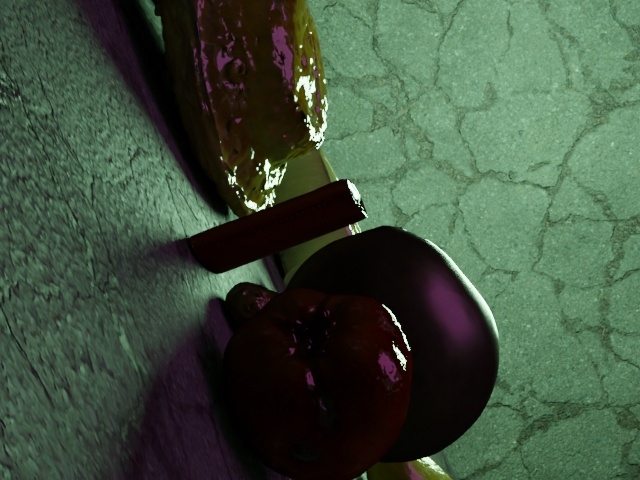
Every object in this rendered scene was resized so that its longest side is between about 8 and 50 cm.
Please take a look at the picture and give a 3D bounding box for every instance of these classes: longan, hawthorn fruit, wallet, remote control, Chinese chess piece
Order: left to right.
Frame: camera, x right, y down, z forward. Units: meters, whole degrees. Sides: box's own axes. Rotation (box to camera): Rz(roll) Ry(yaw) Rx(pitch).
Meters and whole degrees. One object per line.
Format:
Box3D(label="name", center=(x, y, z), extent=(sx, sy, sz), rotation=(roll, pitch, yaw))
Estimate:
Box3D(label="remote control", center=(-0.222, -0.247, 1.859), extent=(0.034, 0.016, 0.091), rotation=(51, 6, -1))
Box3D(label="wallet", center=(-0.048, -0.019, 1.622), extent=(0.142, 0.204, 0.045), rotation=(43, 27, -77))
Box3D(label="hawthorn fruit", center=(0.000, 0.181, 1.450), extent=(0.207, 0.207, 0.243), rotation=(-107, -170, -48))
Box3D(label="Chinese chess piece", center=(0.000, 0.000, 2.353), extent=(0.338, 0.140, 0.338), rotation=(-22, 90, -85))
Box3D(label="longan", center=(0.084, 0.139, 1.763), extent=(0.319, 0.318, 0.319), rotation=(-23, 90, -85))

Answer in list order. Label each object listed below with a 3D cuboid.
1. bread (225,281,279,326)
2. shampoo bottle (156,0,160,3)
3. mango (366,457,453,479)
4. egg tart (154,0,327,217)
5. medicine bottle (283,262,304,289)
Box3D(label="bread", center=(-0.083, 0.082, 1.651), extent=(0.066, 0.060, 0.110), rotation=(55, 6, 11))
Box3D(label="shampoo bottle", center=(-0.219, -0.502, 2.226), extent=(0.350, 0.151, 0.222), rotation=(-103, 173, -58))
Box3D(label="mango", center=(0.193, 0.474, 2.189), extent=(0.332, 0.142, 0.195), rotation=(61, 22, 8))
Box3D(label="egg tart", center=(-0.097, -0.249, 1.935), extent=(0.443, 0.178, 0.443), rotation=(-9, 90, -80))
Box3D(label="medicine bottle", center=(0.019, 0.144, 2.091), extent=(0.114, 0.114, 0.252), rotation=(-105, 169, -56))
